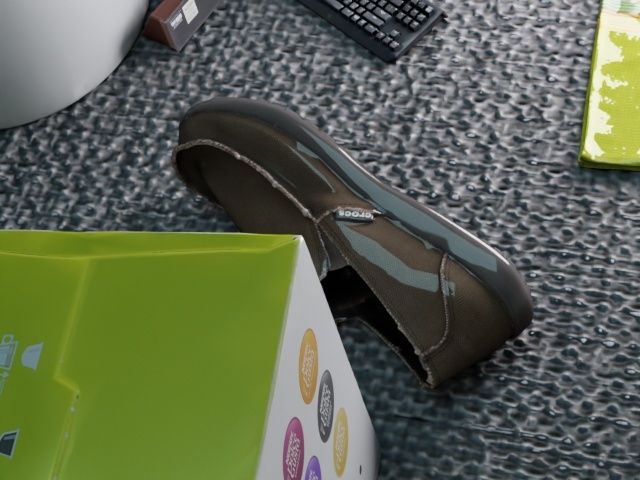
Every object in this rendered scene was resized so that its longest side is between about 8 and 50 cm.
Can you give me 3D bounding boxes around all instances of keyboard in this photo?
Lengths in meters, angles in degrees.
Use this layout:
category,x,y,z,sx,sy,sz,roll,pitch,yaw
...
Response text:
category,x,y,z,sx,sy,sz,roll,pitch,yaw
keyboard,0.044,-0.252,1.586,0.108,0.023,0.180,-42,59,-15

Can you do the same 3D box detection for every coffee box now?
category,x,y,z,sx,sy,sz,roll,pitch,yaw
coffee box,-0.166,0.215,1.136,0.338,0.334,0.338,2,57,14

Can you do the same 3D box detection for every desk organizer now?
category,x,y,z,sx,sy,sz,roll,pitch,yaw
desk organizer,-0.129,-0.254,1.612,0.050,0.047,0.130,25,65,28

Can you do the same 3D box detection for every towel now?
category,x,y,z,sx,sy,sz,roll,pitch,yaw
towel,0.297,-0.164,1.473,0.102,0.021,0.237,4,58,16

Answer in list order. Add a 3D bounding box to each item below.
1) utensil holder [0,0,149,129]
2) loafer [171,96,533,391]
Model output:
category,x,y,z,sx,sy,sz,roll,pitch,yaw
utensil holder,-0.356,-0.335,1.510,0.327,0.385,0.328,-5,57,8
loafer,0.000,0.000,1.362,0.366,0.134,0.130,30,68,28
